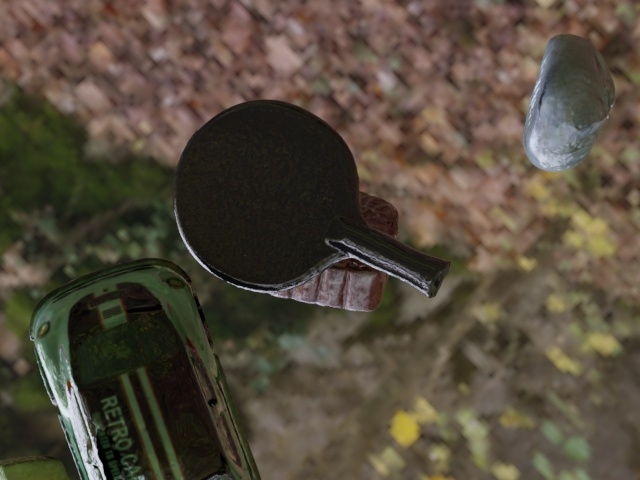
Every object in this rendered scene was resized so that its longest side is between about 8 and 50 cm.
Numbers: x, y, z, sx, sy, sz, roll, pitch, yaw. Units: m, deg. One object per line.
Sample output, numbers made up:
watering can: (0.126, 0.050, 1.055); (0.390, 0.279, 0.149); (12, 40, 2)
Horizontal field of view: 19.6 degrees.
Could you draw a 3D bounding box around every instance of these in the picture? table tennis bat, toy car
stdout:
table tennis bat: (-0.009, -0.019, 1.449); (0.236, 0.150, 0.027); (26, -176, 14)
toy car: (-0.122, 0.168, 1.433); (0.125, 0.136, 0.306); (-176, 67, -84)

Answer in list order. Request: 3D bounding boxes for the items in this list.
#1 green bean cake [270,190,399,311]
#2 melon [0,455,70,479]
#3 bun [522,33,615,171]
green bean cake: (0.000, 0.000, 1.653); (0.135, 0.056, 0.135); (11, -149, 3)
melon: (-0.222, 0.232, 1.338); (0.118, 0.064, 0.209); (52, 138, 24)
bun: (0.254, -0.137, 1.867); (0.083, 0.141, 0.141); (15, 175, 3)
